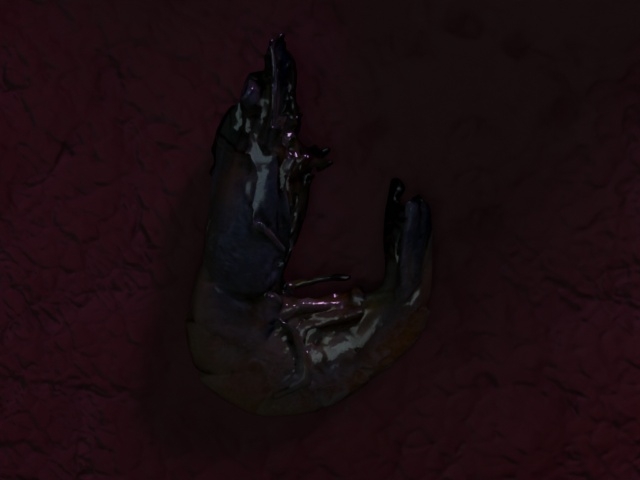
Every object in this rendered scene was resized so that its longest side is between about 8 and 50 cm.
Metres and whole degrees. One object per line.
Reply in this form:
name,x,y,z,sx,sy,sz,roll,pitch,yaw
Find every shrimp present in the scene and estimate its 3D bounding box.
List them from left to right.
shrimp,0.000,0.003,0.860,0.178,0.075,0.289,9,103,-2
